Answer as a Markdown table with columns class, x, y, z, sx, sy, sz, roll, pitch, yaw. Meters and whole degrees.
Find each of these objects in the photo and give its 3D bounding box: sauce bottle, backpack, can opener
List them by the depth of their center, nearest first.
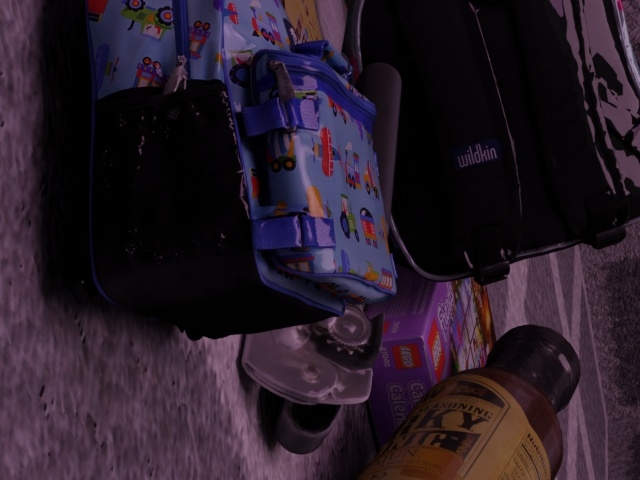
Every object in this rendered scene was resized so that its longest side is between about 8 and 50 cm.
| class | x | y | z | sx | sy | sz | roll | pitch | yaw |
| --- | --- | --- | --- | --- | --- | --- | --- | --- | --- |
| backpack | -0.040 | -0.052 | 0.583 | 0.158 | 0.117 | 0.173 | 36 | 46 | -70 |
| can opener | 0.000 | 0.000 | 0.827 | 0.095 | 0.076 | 0.283 | 113 | -11 | -45 |
| sauce bottle | 0.095 | 0.155 | 0.876 | 0.344 | 0.111 | 0.111 | -40 | 122 | -59 |
| backpack | 0.125 | -0.117 | 1.006 | 0.191 | 0.225 | 0.253 | -126 | -160 | -76 |

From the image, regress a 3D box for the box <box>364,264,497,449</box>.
| class | x | y | z | sx | sy | sz | roll | pitch | yaw |
| --- | --- | --- | --- | --- | --- | --- | --- | --- | --- |
| box | 0.100 | 0.101 | 1.114 | 0.293 | 0.057 | 0.200 | -64 | 143 | -62 |

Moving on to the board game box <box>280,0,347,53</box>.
| class | x | y | z | sx | sy | sz | roll | pitch | yaw |
| --- | --- | --- | --- | --- | --- | --- | --- | --- | --- |
| board game box | -0.042 | -0.180 | 0.763 | 0.165 | 0.042 | 0.243 | -81 | 158 | -45 |
